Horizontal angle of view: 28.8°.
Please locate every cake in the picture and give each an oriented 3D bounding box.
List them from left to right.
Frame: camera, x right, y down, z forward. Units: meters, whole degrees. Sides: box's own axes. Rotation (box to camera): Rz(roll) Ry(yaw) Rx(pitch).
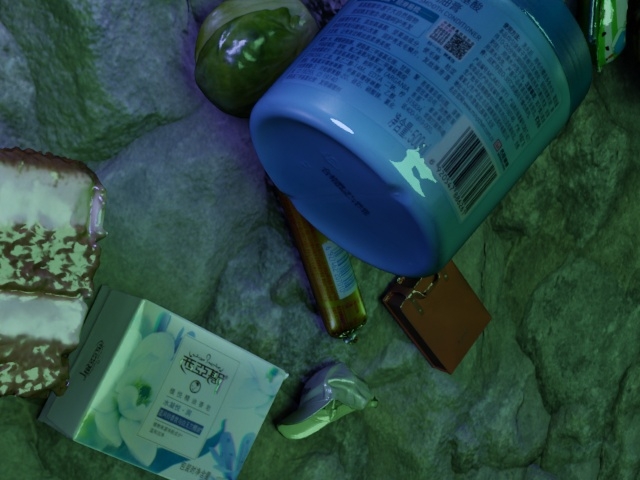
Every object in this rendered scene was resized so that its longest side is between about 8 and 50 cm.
[{"bbox_3d":[-0.421,0.027,1.419,0.282,0.255,0.290,7,90,-36],"label":"cake"}]

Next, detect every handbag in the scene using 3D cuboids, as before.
[{"bbox_3d":[0.191,0.111,2.024,0.127,0.062,0.190,-50,127,-18],"label":"handbag"}]

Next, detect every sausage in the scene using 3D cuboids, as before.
[{"bbox_3d":[0.000,0.000,1.843,0.082,0.082,0.372,-33,118,-28],"label":"sausage"}]

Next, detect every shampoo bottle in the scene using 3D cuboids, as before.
[{"bbox_3d":[0.129,-0.175,1.648,0.343,0.331,0.331,-49,124,-20],"label":"shampoo bottle"}]

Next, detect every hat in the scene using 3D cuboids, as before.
[{"bbox_3d":[0.004,0.249,1.911,0.166,0.081,0.122,-30,156,-14],"label":"hat"}]

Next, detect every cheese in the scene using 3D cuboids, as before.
[{"bbox_3d":[0.464,-0.373,2.050,0.320,0.083,0.204,-31,125,-71],"label":"cheese"}]

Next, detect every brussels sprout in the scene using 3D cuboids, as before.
[{"bbox_3d":[-0.093,-0.256,1.681,0.145,0.131,0.183,27,97,-29],"label":"brussels sprout"}]

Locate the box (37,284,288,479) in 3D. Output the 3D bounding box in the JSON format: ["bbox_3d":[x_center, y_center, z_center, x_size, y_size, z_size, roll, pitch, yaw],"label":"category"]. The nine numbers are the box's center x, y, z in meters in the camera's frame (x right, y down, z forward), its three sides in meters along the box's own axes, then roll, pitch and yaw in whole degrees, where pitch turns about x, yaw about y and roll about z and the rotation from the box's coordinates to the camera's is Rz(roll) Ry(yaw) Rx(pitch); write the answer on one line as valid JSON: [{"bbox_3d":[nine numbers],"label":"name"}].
[{"bbox_3d":[-0.210,0.211,1.698,0.274,0.116,0.203,32,78,-37],"label":"box"}]

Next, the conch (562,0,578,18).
[{"bbox_3d":[0.358,-0.374,2.032,0.221,0.121,0.185,-67,158,-12],"label":"conch"}]

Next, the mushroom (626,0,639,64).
[{"bbox_3d":[0.645,-0.372,2.142,0.362,0.294,0.363,-6,90,-79],"label":"mushroom"}]
